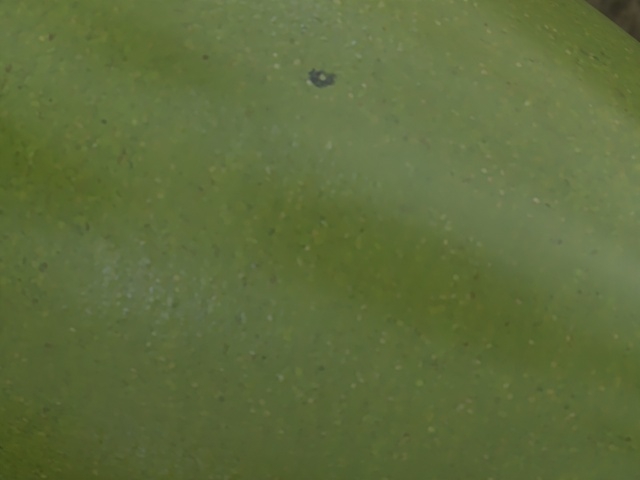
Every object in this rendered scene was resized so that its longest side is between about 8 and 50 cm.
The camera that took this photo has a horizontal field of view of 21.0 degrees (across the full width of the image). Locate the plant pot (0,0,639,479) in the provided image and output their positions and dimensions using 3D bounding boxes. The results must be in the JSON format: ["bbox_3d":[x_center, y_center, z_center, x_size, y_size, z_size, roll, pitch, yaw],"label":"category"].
[{"bbox_3d":[0.000,0.000,0.539,0.293,0.275,0.275,22,75,14],"label":"plant pot"}]
